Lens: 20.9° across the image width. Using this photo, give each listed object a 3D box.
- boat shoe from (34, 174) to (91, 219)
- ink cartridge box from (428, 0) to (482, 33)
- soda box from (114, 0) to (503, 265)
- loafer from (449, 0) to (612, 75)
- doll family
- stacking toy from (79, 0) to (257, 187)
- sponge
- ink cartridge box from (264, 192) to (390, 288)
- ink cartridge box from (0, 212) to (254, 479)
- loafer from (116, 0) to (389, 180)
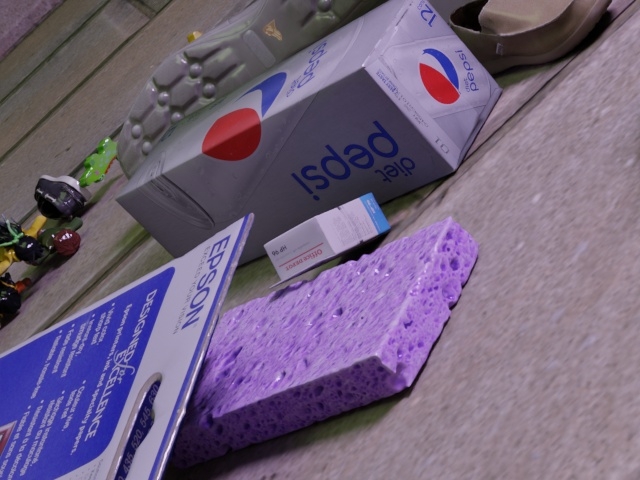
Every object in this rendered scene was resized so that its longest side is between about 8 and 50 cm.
[{"bbox_3d":[-0.275,-0.040,1.794,0.038,0.046,0.125,-52,23,-18],"label":"boat shoe"},{"bbox_3d":[0.117,-0.205,1.276,0.109,0.063,0.150,-38,12,11],"label":"ink cartridge box"},{"bbox_3d":[-0.015,-0.066,1.211,0.286,0.098,0.091,-23,27,46],"label":"soda box"},{"bbox_3d":[0.134,-0.147,1.149,0.148,0.050,0.056,-20,31,54],"label":"loafer"},{"bbox_3d":[-0.307,0.036,1.653,0.193,0.076,0.111,-55,25,-19],"label":"doll family"},{"bbox_3d":[-0.134,-0.137,1.715,0.221,0.052,0.167,-53,18,-23],"label":"stacking toy"},{"bbox_3d":[-0.006,0.062,1.006,0.210,0.031,0.117,-25,25,45],"label":"sponge"},{"bbox_3d":[0.000,0.000,1.085,0.048,0.028,0.083,-29,-3,36],"label":"ink cartridge box"},{"bbox_3d":[-0.158,0.162,0.990,0.307,0.072,0.303,-26,33,37],"label":"ink cartridge box"},{"bbox_3d":[-0.039,-0.151,1.475,0.319,0.112,0.111,-38,-17,18],"label":"loafer"}]
